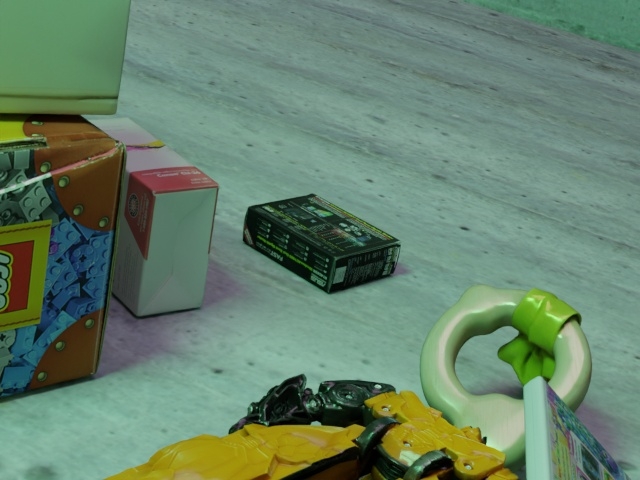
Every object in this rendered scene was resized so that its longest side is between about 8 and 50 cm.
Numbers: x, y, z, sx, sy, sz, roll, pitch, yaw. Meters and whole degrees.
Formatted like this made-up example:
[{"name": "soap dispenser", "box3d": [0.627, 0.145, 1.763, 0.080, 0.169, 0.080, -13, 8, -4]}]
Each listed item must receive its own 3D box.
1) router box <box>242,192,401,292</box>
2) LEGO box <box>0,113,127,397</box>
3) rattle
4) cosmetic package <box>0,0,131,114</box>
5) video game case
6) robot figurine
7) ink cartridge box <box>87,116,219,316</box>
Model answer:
[{"name": "router box", "box3d": [0.000, 0.000, 1.153, 0.092, 0.038, 0.122, -14, 34, -44]}, {"name": "LEGO box", "box3d": [-0.440, -0.064, 0.893, 0.372, 0.193, 0.500, -11, 33, -41]}, {"name": "rattle", "box3d": [0.125, 0.142, 0.907, 0.130, 0.143, 0.200, 16, 58, 5]}, {"name": "cosmetic package", "box3d": [-0.295, -0.163, 0.802, 0.309, 0.113, 0.160, -2, 28, -27]}, {"name": "video game case", "box3d": [0.177, 0.174, 0.762, 0.143, 0.019, 0.157, 48, 21, -11]}, {"name": "robot figurine", "box3d": [-0.006, 0.167, 0.711, 0.291, 0.085, 0.211, -12, 33, -42]}, {"name": "ink cartridge box", "box3d": [-0.170, -0.033, 1.050, 0.067, 0.115, 0.198, -9, 31, -37]}]
